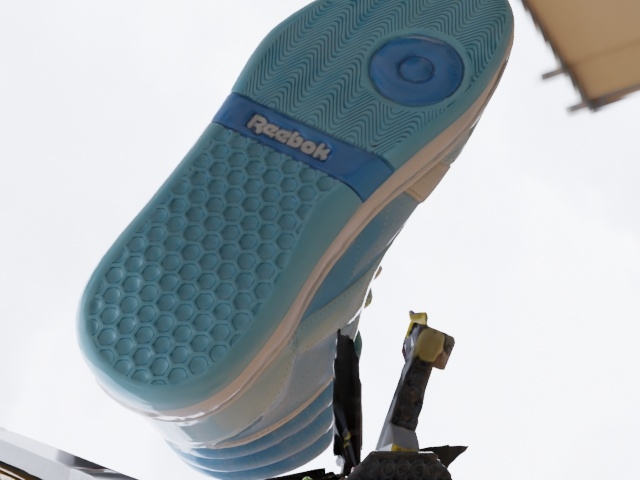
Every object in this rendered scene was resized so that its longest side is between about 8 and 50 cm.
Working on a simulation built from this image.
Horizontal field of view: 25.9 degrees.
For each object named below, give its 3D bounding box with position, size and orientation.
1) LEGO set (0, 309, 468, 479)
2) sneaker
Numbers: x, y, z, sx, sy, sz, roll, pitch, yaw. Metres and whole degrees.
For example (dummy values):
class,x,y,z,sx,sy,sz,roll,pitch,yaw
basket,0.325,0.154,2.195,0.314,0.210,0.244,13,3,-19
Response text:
class,x,y,z,sx,sy,sz,roll,pitch,yaw
LEGO set,-0.067,0.155,0.396,0.331,0.192,0.255,-2,-88,-31
sneaker,0.000,0.000,0.805,0.319,0.127,0.208,-47,-27,-19
